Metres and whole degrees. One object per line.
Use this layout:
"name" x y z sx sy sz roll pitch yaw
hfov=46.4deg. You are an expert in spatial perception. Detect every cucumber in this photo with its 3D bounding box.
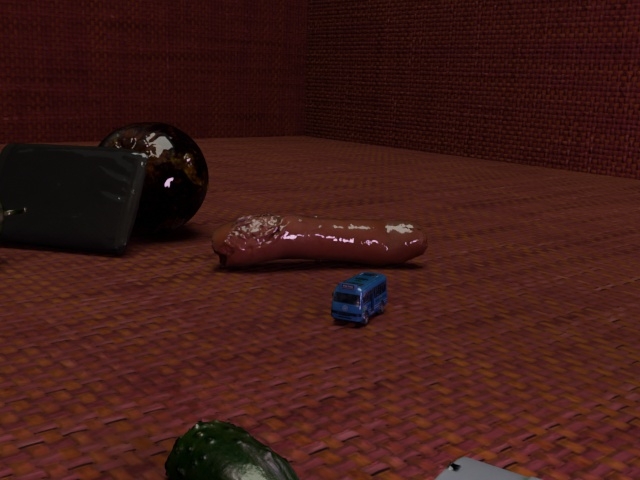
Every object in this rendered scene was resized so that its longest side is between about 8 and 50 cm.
"cucumber" -0.045 0.144 0.462 0.067 0.035 0.107 -6 16 -40

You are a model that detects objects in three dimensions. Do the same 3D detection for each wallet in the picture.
"wallet" -0.379 -0.064 1.103 0.245 0.168 0.052 5 -20 13

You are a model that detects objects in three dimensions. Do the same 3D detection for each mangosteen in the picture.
"mangosteen" -0.270 -0.089 1.219 0.192 0.192 0.217 5 -19 12

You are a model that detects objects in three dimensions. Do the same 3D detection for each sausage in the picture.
"sausage" 0.000 0.001 1.037 0.304 0.078 0.078 0 12 -14

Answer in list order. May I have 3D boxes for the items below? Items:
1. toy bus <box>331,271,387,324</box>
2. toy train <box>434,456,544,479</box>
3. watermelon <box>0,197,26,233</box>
"toy bus" 0.044 0.062 0.823 0.038 0.046 0.083 8 13 25
"toy train" 0.156 0.163 0.382 0.207 0.047 0.043 10 16 37
"watermelon" -0.471 -0.031 0.964 0.141 0.140 0.187 8 2 25
